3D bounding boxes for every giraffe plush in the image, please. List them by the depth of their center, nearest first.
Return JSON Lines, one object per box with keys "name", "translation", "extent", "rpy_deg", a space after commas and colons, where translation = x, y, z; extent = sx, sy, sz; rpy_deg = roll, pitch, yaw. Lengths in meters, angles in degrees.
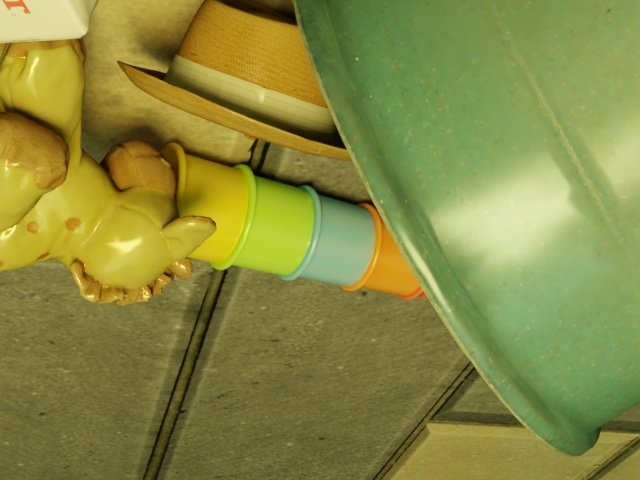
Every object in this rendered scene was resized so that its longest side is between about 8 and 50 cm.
{"name": "giraffe plush", "translation": [-0.167, -0.028, 0.678], "extent": [0.170, 0.210, 0.181], "rpy_deg": [19, 175, -29]}

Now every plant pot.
{"name": "plant pot", "translation": [0.216, -0.104, 0.537], "extent": [0.334, 0.341, 0.341], "rpy_deg": [-29, 139, 18]}

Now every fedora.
{"name": "fedora", "translation": [-0.037, -0.115, 0.649], "extent": [0.194, 0.194, 0.079], "rpy_deg": [15, 102, -26]}

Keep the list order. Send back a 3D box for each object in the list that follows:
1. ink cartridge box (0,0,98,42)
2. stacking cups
{"name": "ink cartridge box", "translation": [-0.211, -0.200, 0.420], "extent": [0.232, 0.168, 0.171], "rpy_deg": [1, 145, 13]}
{"name": "stacking cups", "translation": [0.000, 0.000, 0.850], "extent": [0.316, 0.096, 0.096], "rpy_deg": [14, 141, -30]}
